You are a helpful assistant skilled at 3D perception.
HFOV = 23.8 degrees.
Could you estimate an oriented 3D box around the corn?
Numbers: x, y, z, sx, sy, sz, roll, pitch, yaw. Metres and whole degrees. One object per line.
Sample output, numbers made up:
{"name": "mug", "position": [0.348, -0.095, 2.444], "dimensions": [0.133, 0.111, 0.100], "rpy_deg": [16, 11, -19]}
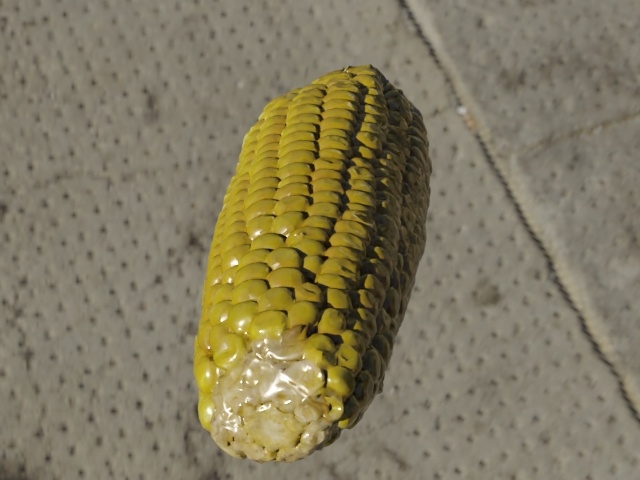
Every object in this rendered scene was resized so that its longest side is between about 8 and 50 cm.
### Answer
{"name": "corn", "position": [0.000, 0.000, 0.823], "dimensions": [0.119, 0.119, 0.322], "rpy_deg": [14, 30, -1]}
